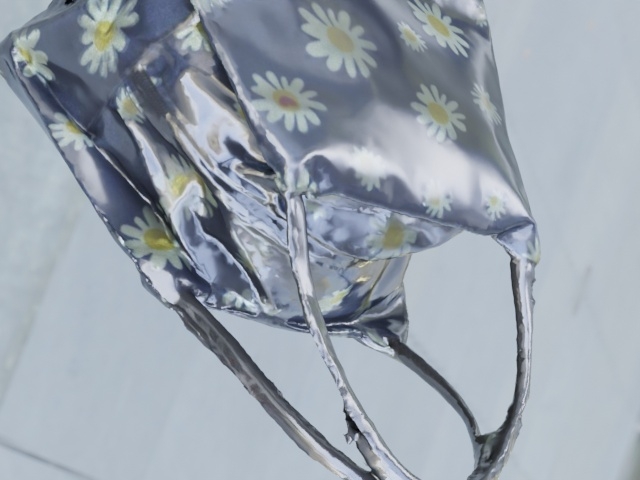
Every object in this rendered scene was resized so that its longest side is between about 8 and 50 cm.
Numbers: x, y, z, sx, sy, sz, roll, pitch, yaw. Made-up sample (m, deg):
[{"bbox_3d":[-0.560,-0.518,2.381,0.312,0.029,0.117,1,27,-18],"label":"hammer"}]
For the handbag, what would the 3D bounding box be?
[{"bbox_3d":[0.000,0.000,0.412,0.072,0.139,0.115,-38,144,28],"label":"handbag"}]
